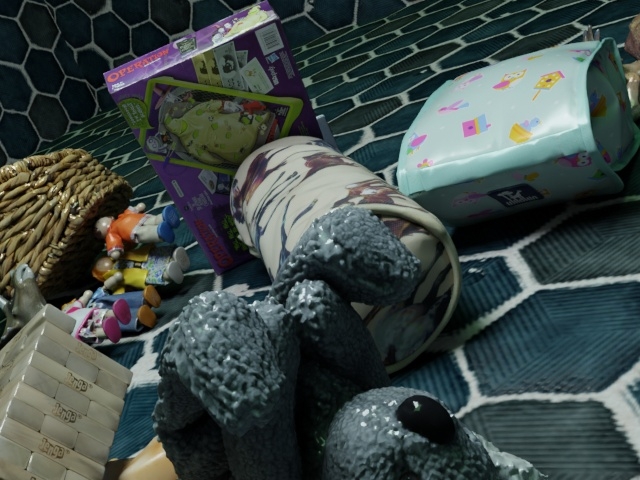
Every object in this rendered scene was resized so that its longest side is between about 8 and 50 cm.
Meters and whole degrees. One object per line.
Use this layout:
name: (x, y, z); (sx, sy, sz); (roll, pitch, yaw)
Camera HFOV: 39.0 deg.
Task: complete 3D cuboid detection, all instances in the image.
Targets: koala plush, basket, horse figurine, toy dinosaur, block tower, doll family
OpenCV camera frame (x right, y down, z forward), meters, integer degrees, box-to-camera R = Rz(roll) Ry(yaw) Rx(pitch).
koala plush: (0.026, 0.132, 0.574); (0.221, 0.203, 0.196); (35, 42, 18)
basket: (-0.433, -0.058, 1.346); (0.214, 0.223, 0.299); (-57, 1, 7)
horse figurine: (-0.160, 0.206, 0.762); (0.263, 0.066, 0.174); (-24, 13, 7)
toy dinosaur: (-0.326, 0.183, 0.973); (0.160, 0.121, 0.314); (-6, 58, 39)
block tower: (-0.225, 0.203, 0.646); (0.091, 0.097, 0.336); (-38, 29, 29)
toy dinosaur: (0.446, -0.264, 1.195); (0.200, 0.127, 0.295); (-19, 13, 34)
doll family: (-0.279, 0.072, 1.223); (0.163, 0.118, 0.263); (-5, 45, 31)

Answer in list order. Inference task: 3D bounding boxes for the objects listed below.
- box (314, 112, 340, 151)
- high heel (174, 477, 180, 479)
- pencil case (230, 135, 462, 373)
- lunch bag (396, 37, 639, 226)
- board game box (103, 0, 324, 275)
box: (-0.050, -0.114, 1.356); (0.153, 0.108, 0.207); (-25, 11, 0)
high heel: (-0.058, 0.210, 0.575); (0.186, 0.093, 0.261); (-44, 18, -31)
pencil case: (0.000, 0.000, 0.959); (0.183, 0.160, 0.410); (-42, 20, 1)
lunch bag: (0.221, -0.113, 1.003); (0.223, 0.160, 0.262); (-12, 17, 29)
board game box: (-0.101, -0.112, 1.130); (0.208, 0.347, 0.056); (-27, 49, -5)
